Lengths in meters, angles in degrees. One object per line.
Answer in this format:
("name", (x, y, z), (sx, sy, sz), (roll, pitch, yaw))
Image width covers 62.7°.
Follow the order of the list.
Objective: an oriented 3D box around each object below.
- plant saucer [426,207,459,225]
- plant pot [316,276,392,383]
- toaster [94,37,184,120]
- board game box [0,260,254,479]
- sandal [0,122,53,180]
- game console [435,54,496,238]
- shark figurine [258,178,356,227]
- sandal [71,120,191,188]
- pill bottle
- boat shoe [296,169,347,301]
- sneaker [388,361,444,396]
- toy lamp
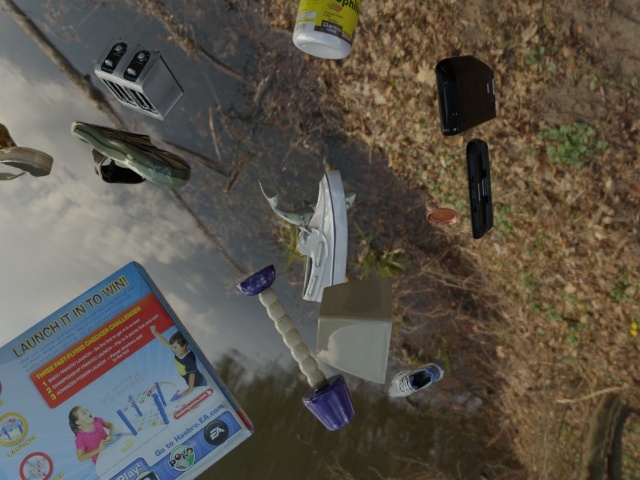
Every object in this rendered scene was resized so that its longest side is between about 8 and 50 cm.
("plant saucer", (0.322, -0.064, 1.384), (0.083, 0.013, 0.083), (6, 154, 3))
("plant pot", (0.046, 0.118, 0.726), (0.096, 0.109, 0.109), (4, 119, 5))
("toaster", (-0.464, -0.414, 1.365), (0.168, 0.110, 0.185), (24, 164, 19))
("board game box", (-0.307, 0.241, 0.753), (0.302, 0.308, 0.086), (54, 169, 5))
("sandal", (-0.493, -0.144, 0.813), (0.240, 0.079, 0.088), (2, 166, 28))
("game console", (0.299, -0.177, 1.040), (0.044, 0.213, 0.361), (2, 109, 36))
("shark figurine", (-0.053, -0.096, 1.532), (0.278, 0.116, 0.166), (2, 130, -22))
("sandal", (-0.309, -0.123, 0.816), (0.120, 0.086, 0.303), (6, -163, -42))
("pill bottle", (0.023, -0.470, 1.006), (0.117, 0.215, 0.117), (12, -176, -1))
("boat shoe", (0.000, 0.000, 0.961), (0.088, 0.096, 0.267), (-2, 125, -5))
("sneaker", (0.196, 0.301, 1.127), (0.135, 0.058, 0.052), (-36, 75, 26))
("toy lamp", (-0.036, 0.172, 0.837), (0.274, 0.080, 0.080), (57, 141, 2))
